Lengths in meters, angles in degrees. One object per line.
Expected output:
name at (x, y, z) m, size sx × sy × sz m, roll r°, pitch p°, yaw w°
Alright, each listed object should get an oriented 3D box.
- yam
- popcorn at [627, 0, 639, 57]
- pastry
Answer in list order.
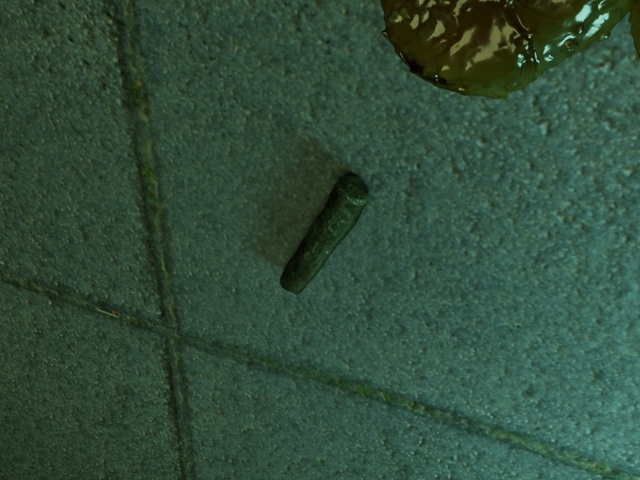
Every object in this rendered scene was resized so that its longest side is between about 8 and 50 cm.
yam at (0.000, 0.000, 1.254) m, size 0.061 × 0.061 × 0.274 m, roll 33°, pitch 135°, yaw -2°
popcorn at (0.396, -0.237, 0.810) m, size 0.148 × 0.152 × 0.167 m, roll 54°, pitch 161°, yaw 16°
pastry at (0.206, -0.300, 0.825) m, size 0.311 × 0.162 × 0.255 m, roll -27°, pitch 98°, yaw 34°
